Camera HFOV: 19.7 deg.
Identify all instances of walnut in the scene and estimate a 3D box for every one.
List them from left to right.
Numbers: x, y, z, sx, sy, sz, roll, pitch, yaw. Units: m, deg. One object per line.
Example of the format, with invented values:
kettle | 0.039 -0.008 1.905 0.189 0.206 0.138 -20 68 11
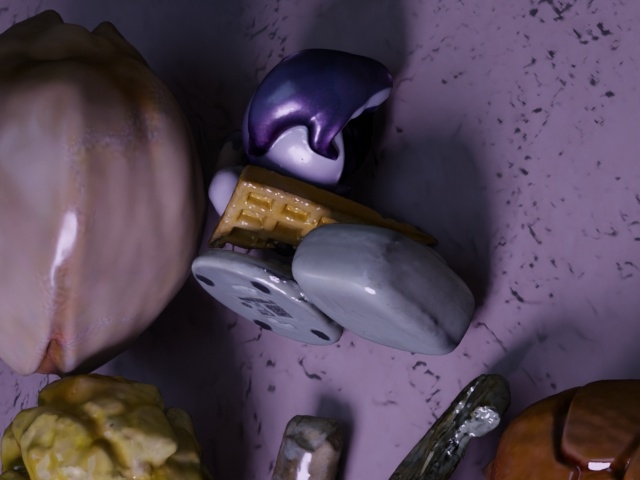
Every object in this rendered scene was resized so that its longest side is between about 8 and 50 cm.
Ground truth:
walnut | 0.246 0.200 1.400 0.298 0.203 0.203 6 90 34

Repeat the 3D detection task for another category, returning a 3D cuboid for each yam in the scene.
yam | -0.035 0.322 1.765 0.071 0.067 0.317 18 100 32

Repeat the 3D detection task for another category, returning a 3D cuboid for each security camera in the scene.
security camera | 0.006 0.040 1.706 0.302 0.157 0.080 2 60 49

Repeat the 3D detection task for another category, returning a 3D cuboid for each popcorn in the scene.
popcorn | -0.193 0.265 1.794 0.215 0.286 0.252 -39 45 -15

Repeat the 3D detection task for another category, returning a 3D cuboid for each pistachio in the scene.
pistachio | -0.254 -0.046 1.835 0.445 0.282 0.365 122 152 -67

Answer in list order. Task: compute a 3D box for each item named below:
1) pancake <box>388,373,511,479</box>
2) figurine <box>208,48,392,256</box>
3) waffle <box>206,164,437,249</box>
pancake | 0.084 0.214 1.571 0.037 0.253 0.253 36 116 1
figurine | -0.028 -0.100 1.750 0.222 0.145 0.145 -49 54 35
waffle | 0.000 0.000 1.737 0.125 0.191 0.032 120 169 -47
